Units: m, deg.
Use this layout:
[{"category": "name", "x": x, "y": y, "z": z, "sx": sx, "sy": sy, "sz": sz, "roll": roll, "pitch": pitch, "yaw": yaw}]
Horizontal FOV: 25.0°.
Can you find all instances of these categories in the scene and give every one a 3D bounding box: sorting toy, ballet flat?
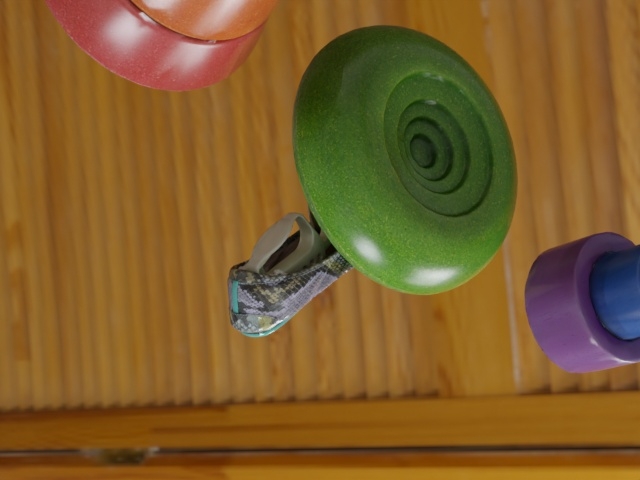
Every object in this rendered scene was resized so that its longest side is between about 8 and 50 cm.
[{"category": "sorting toy", "x": 0.055, "y": -0.064, "z": 0.610, "sx": 0.365, "sy": 0.126, "sz": 0.127, "roll": 38, "pitch": 55, "yaw": -24}, {"category": "ballet flat", "x": 0.000, "y": 0.000, "z": 0.646, "sx": 0.114, "sy": 0.041, "sz": 0.041, "roll": -37, "pitch": 113, "yaw": -39}]
